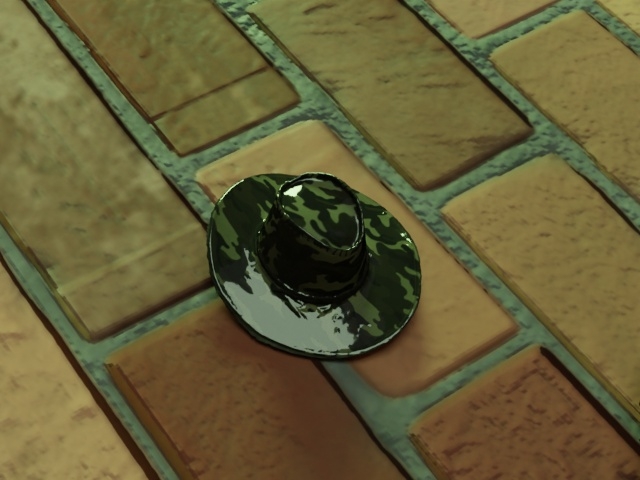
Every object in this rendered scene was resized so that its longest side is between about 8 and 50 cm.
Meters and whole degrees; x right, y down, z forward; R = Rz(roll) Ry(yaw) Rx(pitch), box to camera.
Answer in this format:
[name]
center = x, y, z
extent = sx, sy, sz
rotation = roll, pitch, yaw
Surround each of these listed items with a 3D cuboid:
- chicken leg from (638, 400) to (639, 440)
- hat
[chicken leg]
center = 0.164, 0.138, 0.516
extent = 0.107, 0.087, 0.252
rotation = 27, 45, -12
[hat]
center = 0.000, 0.000, 0.615
extent = 0.121, 0.050, 0.121
rotation = 4, 54, -6
